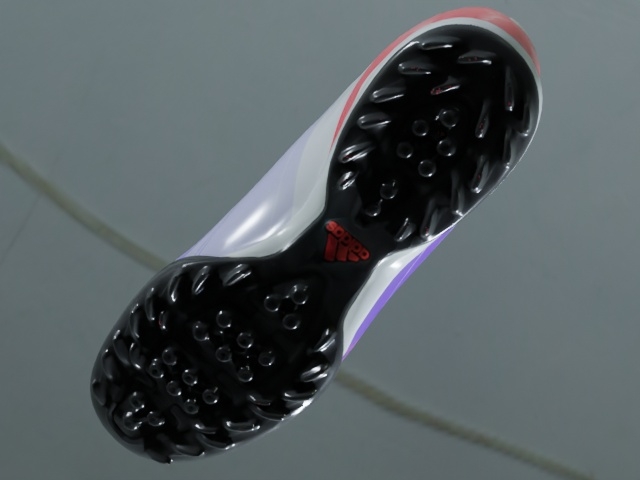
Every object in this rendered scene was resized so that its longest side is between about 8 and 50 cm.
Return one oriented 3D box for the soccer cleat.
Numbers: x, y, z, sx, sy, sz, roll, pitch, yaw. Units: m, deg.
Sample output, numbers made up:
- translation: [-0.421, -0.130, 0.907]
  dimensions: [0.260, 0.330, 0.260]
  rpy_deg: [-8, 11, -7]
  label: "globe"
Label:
- translation: [0.000, 0.000, 0.904]
  dimensions: [0.109, 0.116, 0.318]
  rpy_deg: [42, 110, -4]
  label: "soccer cleat"
